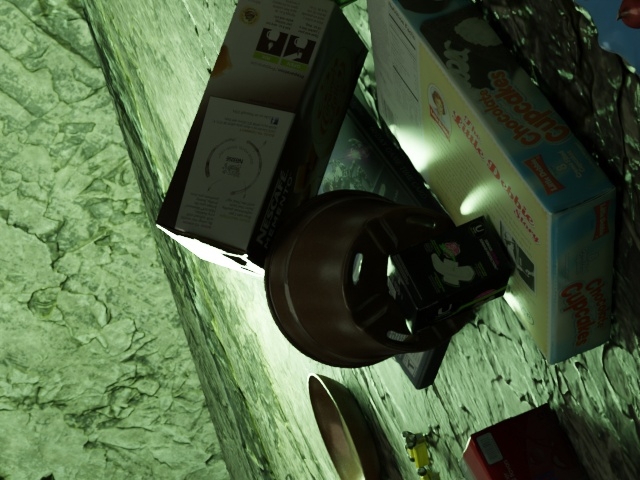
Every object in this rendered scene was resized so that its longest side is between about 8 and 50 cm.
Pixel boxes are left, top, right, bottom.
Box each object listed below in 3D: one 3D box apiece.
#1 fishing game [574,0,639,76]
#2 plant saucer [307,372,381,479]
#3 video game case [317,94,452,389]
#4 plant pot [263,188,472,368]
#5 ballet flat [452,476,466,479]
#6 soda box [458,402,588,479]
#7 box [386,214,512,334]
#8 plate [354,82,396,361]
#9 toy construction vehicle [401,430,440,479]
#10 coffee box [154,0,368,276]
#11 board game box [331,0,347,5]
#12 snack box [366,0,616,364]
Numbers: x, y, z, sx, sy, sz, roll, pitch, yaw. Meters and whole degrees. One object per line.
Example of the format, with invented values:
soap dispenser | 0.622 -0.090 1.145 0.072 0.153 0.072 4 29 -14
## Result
fishing game | 0.179 -0.188 1.127 0.189 0.041 0.264 141 108 -74
plant saucer | 0.038 0.266 2.447 0.198 0.036 0.198 159 90 -78
video game case | 0.054 -0.012 1.796 0.274 0.026 0.196 55 148 30
plant pot | 0.053 0.035 1.591 0.167 0.167 0.165 70 162 -6
ballet flat | 0.176 0.365 1.816 0.409 0.147 0.147 -135 27 -63
soda box | 0.219 0.286 1.616 0.092 0.083 0.263 98 149 -65
box | 0.100 0.027 1.418 0.062 0.083 0.052 90 155 -67
plate | 0.052 -0.006 1.932 0.277 0.045 0.278 120 127 -73
toy construction vehicle | 0.129 0.277 2.102 0.098 0.035 0.086 -116 12 -59
coffee box | -0.051 -0.099 1.699 0.098 0.246 0.141 17 171 19
board game box | -0.035 -0.370 1.709 0.213 0.046 0.317 180 69 -77
snack box | 0.131 -0.077 1.449 0.187 0.060 0.322 81 163 -50
